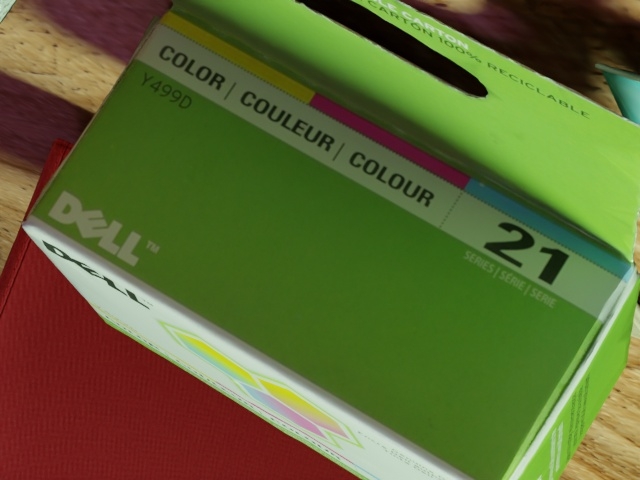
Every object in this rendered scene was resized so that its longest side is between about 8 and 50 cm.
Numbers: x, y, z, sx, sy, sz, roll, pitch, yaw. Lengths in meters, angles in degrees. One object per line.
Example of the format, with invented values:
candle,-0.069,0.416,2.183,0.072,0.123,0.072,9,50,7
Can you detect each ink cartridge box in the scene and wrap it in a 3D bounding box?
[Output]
ink cartridge box,0.000,0.000,0.629,0.188,0.097,0.255,30,169,14

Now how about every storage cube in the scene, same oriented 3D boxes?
storage cube,-0.068,0.089,0.931,0.193,0.215,0.184,19,168,-2

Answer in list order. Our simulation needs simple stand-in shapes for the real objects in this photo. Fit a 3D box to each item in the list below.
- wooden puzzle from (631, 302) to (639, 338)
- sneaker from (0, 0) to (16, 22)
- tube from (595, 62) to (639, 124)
wooden puzzle,0.097,0.018,0.763,0.116,0.014,0.078,20,171,24
sneaker,-0.118,-0.092,0.430,0.086,0.132,0.228,34,165,-36
tube,0.140,0.010,0.577,0.080,0.052,0.207,13,158,27
